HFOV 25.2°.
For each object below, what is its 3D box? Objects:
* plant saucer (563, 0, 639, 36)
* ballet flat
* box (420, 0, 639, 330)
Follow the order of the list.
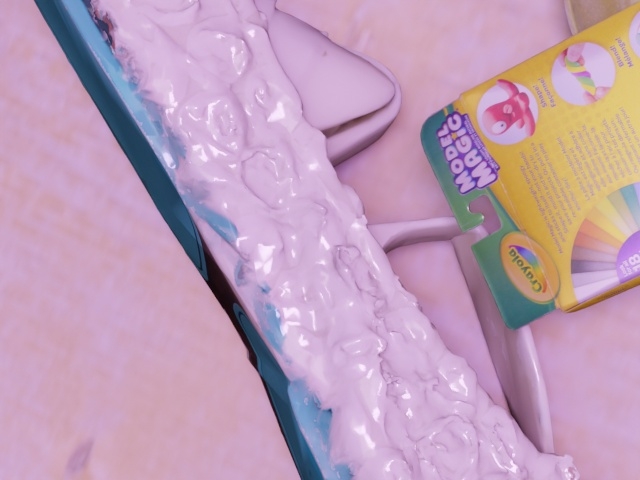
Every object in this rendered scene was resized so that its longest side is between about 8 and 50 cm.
[{"bbox_3d":[0.224,-0.127,0.607,0.240,0.037,0.241,-1,86,18],"label":"plant saucer"},{"bbox_3d":[0.000,0.000,0.644,0.147,0.147,0.409,-31,80,14],"label":"ballet flat"},{"bbox_3d":[0.139,-0.042,0.589,0.179,0.043,0.105,-26,79,13],"label":"box"}]
